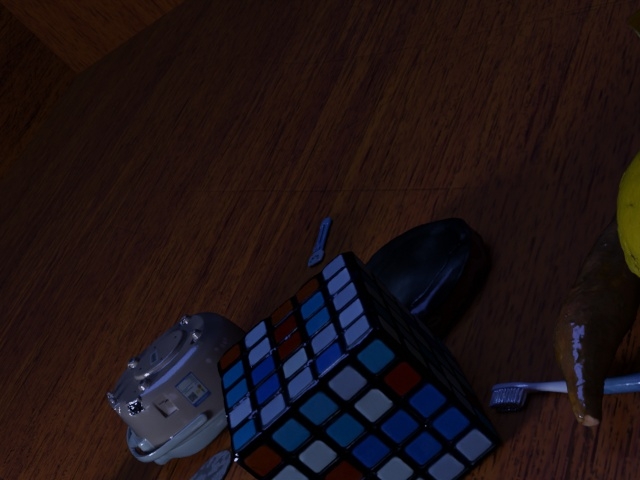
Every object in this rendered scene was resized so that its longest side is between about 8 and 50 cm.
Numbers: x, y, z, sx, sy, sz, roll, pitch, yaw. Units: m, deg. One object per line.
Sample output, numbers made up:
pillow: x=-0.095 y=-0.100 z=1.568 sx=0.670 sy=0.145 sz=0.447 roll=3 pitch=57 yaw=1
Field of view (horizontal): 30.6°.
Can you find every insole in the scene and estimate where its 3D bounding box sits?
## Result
insole: x=-0.168 y=0.328 z=1.386 sx=0.193 sy=0.006 sz=0.065 roll=-53 pitch=25 yaw=-15

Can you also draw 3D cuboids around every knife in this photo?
knife: x=0.000 y=0.000 z=1.625 sx=0.027 sy=0.010 sz=0.096 roll=-28 pitch=29 yaw=34

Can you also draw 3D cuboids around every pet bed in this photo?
pet bed: x=0.098 y=0.056 z=1.326 sx=0.201 sy=0.053 sz=0.201 roll=-35 pitch=25 yaw=20

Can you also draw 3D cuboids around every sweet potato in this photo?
sweet potato: x=0.260 y=0.040 z=1.057 sx=0.072 sy=0.066 sz=0.314 roll=-30 pitch=18 yaw=43

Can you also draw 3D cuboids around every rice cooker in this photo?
rice cooker: x=-0.170 y=0.183 z=1.473 sx=0.206 sy=0.127 sz=0.145 roll=-39 pitch=23 yaw=-5

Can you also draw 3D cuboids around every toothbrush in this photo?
toothbrush: x=0.249 y=0.126 z=1.009 sx=0.275 sy=0.019 sz=0.025 roll=-15 pitch=43 yaw=49

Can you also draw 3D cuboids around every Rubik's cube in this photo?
Rubik's cube: x=0.030 y=0.153 z=1.121 sx=0.182 sy=0.184 sz=0.187 roll=-42 pitch=23 yaw=10

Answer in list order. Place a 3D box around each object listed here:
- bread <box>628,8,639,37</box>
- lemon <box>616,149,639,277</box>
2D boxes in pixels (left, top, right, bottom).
bread: x=0.412 y=-0.224 z=1.260 sx=0.088 sy=0.049 sz=0.226 roll=-41 pitch=23 yaw=12
lemon: x=0.327 y=-0.024 z=0.936 sx=0.173 sy=0.173 sz=0.206 roll=-51 pitch=5 yaw=-12
